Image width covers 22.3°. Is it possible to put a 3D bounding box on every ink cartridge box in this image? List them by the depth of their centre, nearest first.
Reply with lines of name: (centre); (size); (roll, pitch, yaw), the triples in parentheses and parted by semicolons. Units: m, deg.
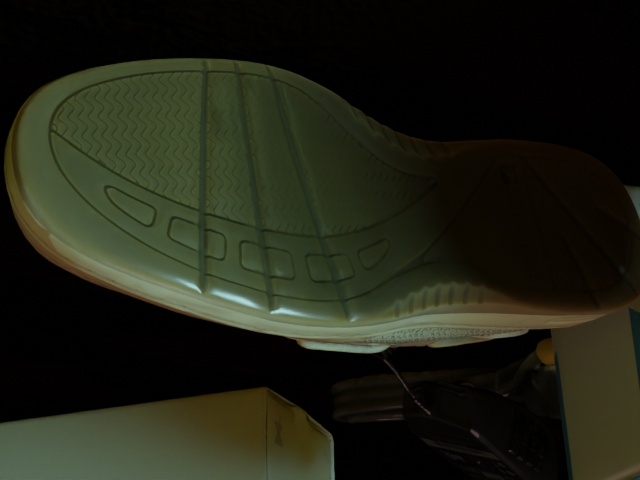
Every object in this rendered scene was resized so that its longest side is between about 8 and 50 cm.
ink cartridge box: (0.216, 0.057, 0.800); (0.191, 0.139, 0.082); (6, 156, -22)

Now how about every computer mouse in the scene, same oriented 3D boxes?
computer mouse: (0.055, 0.071, 0.890); (0.071, 0.041, 0.242); (7, 151, 49)

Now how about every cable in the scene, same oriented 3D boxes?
cable: (0.136, 0.072, 0.986); (0.139, 0.072, 0.287); (0, 175, -43)

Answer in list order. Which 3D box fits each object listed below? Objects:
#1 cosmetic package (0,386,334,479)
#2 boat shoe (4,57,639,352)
cosmetic package: (-0.149, 0.197, 1.130); (0.296, 0.129, 0.153); (-10, 157, 17)
boat shoe: (0.000, 0.000, 0.679); (0.302, 0.109, 0.098); (6, 157, -35)
